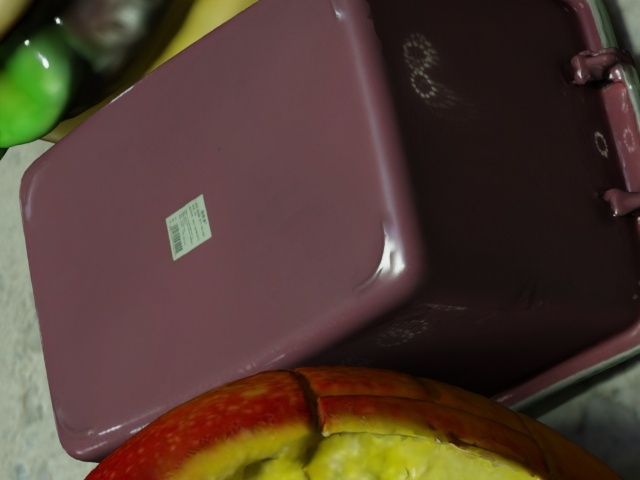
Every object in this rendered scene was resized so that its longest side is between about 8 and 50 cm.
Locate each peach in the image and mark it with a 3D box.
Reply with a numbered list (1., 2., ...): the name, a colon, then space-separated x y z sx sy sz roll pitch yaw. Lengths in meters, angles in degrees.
1. peach: 0.004 0.177 0.781 0.245 0.274 0.249 -36 30 56

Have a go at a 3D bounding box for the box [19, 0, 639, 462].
1. box: 0.000 0.000 0.893 0.294 0.167 0.193 -30 66 40

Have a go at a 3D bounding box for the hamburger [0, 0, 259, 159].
1. hamburger: -0.164 -0.229 1.016 0.395 0.277 0.396 -8 79 47
